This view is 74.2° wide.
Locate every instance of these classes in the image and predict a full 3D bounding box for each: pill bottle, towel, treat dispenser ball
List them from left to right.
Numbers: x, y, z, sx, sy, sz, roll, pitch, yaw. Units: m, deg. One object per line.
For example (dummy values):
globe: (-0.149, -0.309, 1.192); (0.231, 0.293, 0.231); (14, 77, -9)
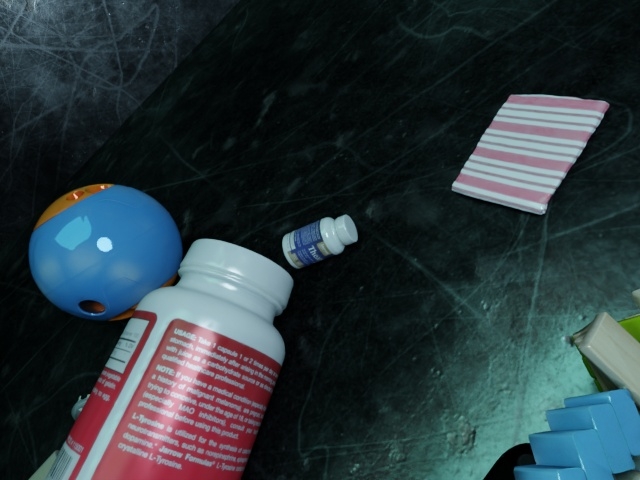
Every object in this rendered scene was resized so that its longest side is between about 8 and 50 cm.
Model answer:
treat dispenser ball: (-0.443, 0.024, 0.894); (0.288, 0.288, 0.288); (-20, 49, 25)
pill bottle: (-0.188, 0.213, 0.596); (0.229, 0.229, 0.407); (1, 60, 38)
pill bottle: (0.000, 0.000, 0.729); (0.120, 0.067, 0.067); (-22, 48, 24)
towel: (0.305, -0.133, 0.626); (0.144, 0.029, 0.197); (27, 80, 46)

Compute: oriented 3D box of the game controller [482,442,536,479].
game controller: (0.252, 0.286, 0.292); (0.167, 0.067, 0.319); (-27, 32, -33)

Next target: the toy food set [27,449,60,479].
toy food set: (-0.454, 0.497, 0.658); (0.306, 0.092, 0.219); (5, 48, 52)

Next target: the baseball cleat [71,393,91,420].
baseball cleat: (-0.396, 0.331, 0.785); (0.206, 0.072, 0.109); (-27, 53, 24)

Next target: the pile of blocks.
pile of blocks: (0.217, 0.157, 0.334); (0.362, 0.112, 0.149); (-36, 79, -29)
